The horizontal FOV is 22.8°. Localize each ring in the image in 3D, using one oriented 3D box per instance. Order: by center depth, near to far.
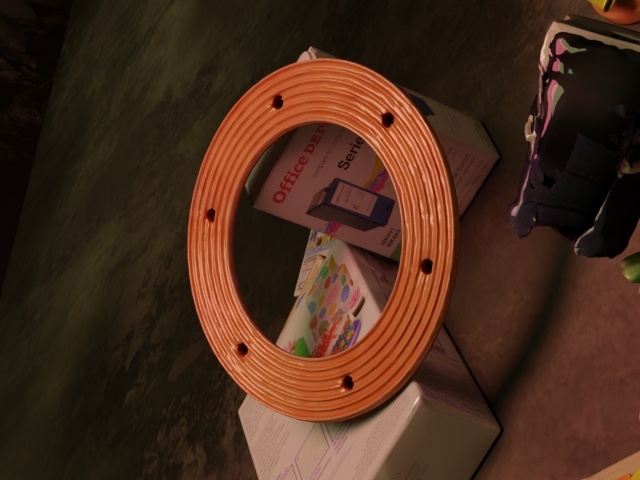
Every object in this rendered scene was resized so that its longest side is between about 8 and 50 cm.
[{"bbox_3d":[0.000,0.000,1.473,0.336,0.032,0.337,-3,85,42],"label":"ring"}]

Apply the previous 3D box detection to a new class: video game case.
[{"bbox_3d":[0.005,0.006,1.890,0.087,0.011,0.122,-19,54,63],"label":"video game case"}]

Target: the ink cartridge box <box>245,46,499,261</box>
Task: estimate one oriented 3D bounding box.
[{"bbox_3d":[0.047,-0.080,1.604,0.154,0.212,0.093,-58,25,23],"label":"ink cartridge box"}]

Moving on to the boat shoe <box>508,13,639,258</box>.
[{"bbox_3d":[0.214,-0.082,1.209,0.340,0.127,0.158,-18,-55,-68],"label":"boat shoe"}]

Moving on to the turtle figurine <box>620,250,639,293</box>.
[{"bbox_3d":[0.300,-0.047,1.003,0.275,0.197,0.266,-84,16,-63],"label":"turtle figurine"}]

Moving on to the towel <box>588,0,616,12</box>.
[{"bbox_3d":[0.247,-0.292,1.501,0.237,0.021,0.102,-121,50,-62],"label":"towel"}]

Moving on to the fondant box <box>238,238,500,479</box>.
[{"bbox_3d":[0.035,0.176,1.559,0.238,0.096,0.330,-60,25,18],"label":"fondant box"}]

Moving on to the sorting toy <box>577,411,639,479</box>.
[{"bbox_3d":[0.225,0.227,1.140,0.196,0.047,0.348,-38,36,51],"label":"sorting toy"}]

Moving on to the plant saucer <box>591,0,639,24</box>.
[{"bbox_3d":[0.301,-0.296,1.451,0.200,0.037,0.200,-48,30,40],"label":"plant saucer"}]

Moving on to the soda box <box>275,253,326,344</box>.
[{"bbox_3d":[-0.008,0.113,1.764,0.181,0.058,0.061,-64,23,9],"label":"soda box"}]
